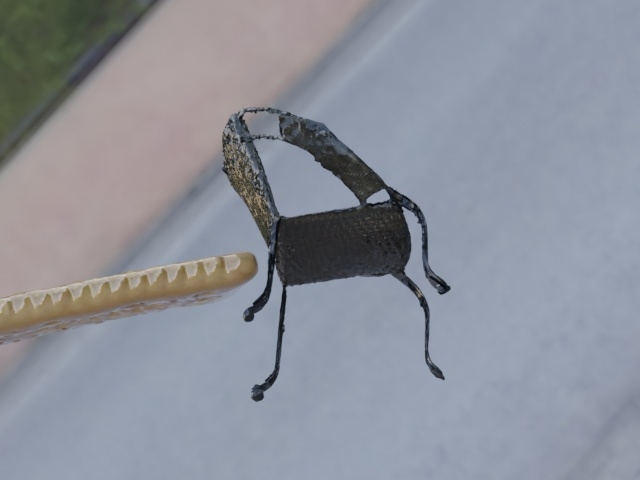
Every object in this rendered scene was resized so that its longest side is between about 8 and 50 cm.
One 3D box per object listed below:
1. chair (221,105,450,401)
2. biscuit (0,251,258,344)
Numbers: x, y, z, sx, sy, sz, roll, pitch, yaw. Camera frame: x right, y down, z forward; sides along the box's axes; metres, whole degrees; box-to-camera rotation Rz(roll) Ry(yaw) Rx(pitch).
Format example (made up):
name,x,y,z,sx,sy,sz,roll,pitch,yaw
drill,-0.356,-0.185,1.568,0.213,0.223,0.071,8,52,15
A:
name,x,y,z,sx,sy,sz,roll,pitch,yaw
chair,0.000,0.000,1.464,0.149,0.174,0.213,-11,55,-5
biscuit,-0.177,0.050,1.534,0.249,0.030,0.160,-11,-5,-12
